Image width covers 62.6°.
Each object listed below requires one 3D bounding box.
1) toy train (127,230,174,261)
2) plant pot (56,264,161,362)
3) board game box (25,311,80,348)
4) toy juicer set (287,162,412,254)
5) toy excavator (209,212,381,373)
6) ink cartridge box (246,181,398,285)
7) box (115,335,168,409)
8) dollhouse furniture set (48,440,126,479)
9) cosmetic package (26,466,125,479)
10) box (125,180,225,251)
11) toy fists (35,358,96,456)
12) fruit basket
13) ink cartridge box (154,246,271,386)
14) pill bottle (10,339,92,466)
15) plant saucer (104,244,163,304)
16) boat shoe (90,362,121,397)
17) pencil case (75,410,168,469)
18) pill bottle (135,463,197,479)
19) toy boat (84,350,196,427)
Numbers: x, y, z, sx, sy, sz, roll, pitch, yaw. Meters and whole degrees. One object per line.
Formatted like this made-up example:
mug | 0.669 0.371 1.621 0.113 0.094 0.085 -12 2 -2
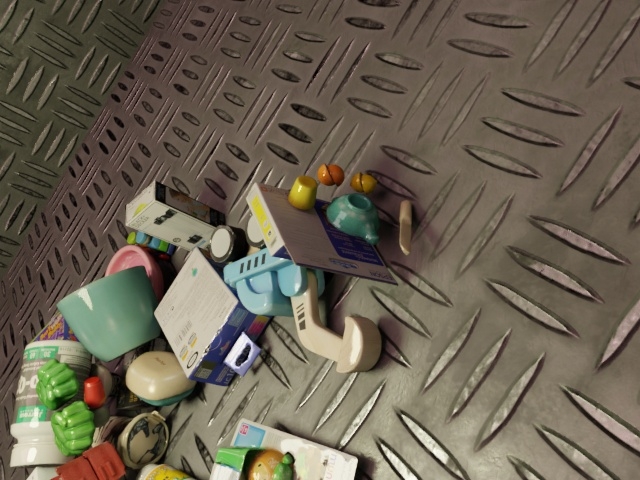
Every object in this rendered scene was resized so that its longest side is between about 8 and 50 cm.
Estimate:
toy train | -0.684 0.012 2.039 0.248 0.143 0.105 -4 66 42
plant pot | -0.657 0.251 1.706 0.293 0.293 0.235 -30 86 30
board game box | -1.189 0.486 2.329 0.347 0.078 0.233 -41 46 21
toy juicer set | 0.100 -0.078 1.300 0.329 0.209 0.089 30 130 13
toy excavator | -0.061 0.138 1.363 0.433 0.222 0.444 -21 69 36
ink cartridge box | 0.000 0.000 1.271 0.072 0.304 0.307 -54 40 28
box | -0.612 0.456 1.805 0.183 0.056 0.230 -20 56 36
dollhouse furniture set | -0.586 0.765 1.442 0.374 0.152 0.201 54 133 13
cosmetic package | -0.834 0.868 1.639 0.377 0.284 0.097 -51 43 12
box | -0.487 -0.072 1.786 0.169 0.290 0.087 -32 50 28
toy fists | -0.721 0.468 1.483 0.142 0.096 0.279 -45 67 32
fruit basket | -0.107 0.600 1.170 0.353 0.165 0.326 2 71 41
ink cartridge box | -0.316 0.237 1.564 0.270 0.151 0.395 -56 41 7
pill bottle | -0.838 0.509 1.643 0.204 0.204 0.360 -24 59 34
plant saucer | -0.690 0.185 1.958 0.332 0.084 0.331 -7 79 39
boat shoe | -0.750 0.494 1.832 0.341 0.158 0.127 -6 70 47
pencil case | -0.650 0.627 1.676 0.410 0.160 0.183 -16 52 38
pill bottle | -0.423 0.691 1.457 0.208 0.118 0.117 0 70 44
toy boat | -0.549 0.450 1.597 0.268 0.318 0.148 16 113 55
